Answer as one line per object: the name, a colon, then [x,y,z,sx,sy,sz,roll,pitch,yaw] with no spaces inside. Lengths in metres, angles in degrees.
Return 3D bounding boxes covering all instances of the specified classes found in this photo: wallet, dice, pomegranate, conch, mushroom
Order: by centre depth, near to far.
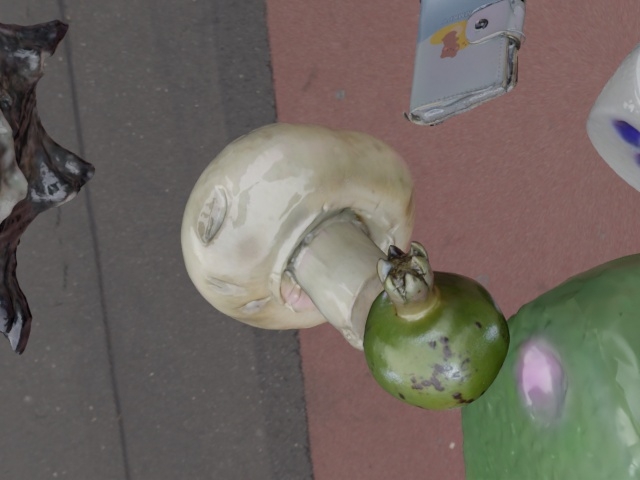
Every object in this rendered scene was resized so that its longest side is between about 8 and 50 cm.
conch: [-0.270,-0.042,0.509,0.186,0.241,0.313,11,134,-4]
pomegranate: [0.080,0.062,0.572,0.114,0.115,0.142,-11,129,24]
dice: [0.335,0.212,0.689,0.330,0.322,0.318,112,151,-50]
wallet: [0.202,-0.265,1.026,0.170,0.069,0.231,-12,54,37]
mushroom: [-0.008,-0.023,1.092,0.353,0.353,0.325,17,70,19]
dice: [0.569,-0.190,1.128,0.251,0.259,0.243,43,87,17]
